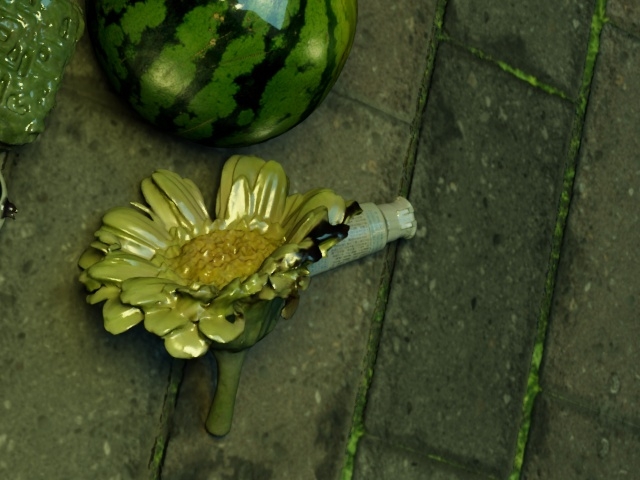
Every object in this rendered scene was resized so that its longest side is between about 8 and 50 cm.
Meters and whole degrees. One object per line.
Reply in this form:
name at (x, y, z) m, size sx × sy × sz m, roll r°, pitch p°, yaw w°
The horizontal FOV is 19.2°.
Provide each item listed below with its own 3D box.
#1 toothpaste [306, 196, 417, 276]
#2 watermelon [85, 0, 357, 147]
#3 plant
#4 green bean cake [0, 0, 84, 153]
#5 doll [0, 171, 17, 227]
toothpaste at (0.000, 0.000, 2.133) m, size 0.234 × 0.057 × 0.089 m, roll -15°, pitch 92°, yaw -30°
watermelon at (-0.099, -0.236, 1.936) m, size 0.285 × 0.285 × 0.285 m, roll 5°, pitch 82°, yaw -36°
plant at (-0.087, 0.058, 1.929) m, size 0.306 × 0.261 × 0.297 m, roll -8°, pitch 90°, yaw -26°
green bean cake at (-0.338, -0.195, 1.872) m, size 0.181 × 0.094 × 0.173 m, roll 34°, pitch 65°, yaw -30°
doll at (-0.391, -0.036, 1.810) m, size 0.180 × 0.107 × 0.110 m, roll -6°, pitch 109°, yaw -31°
